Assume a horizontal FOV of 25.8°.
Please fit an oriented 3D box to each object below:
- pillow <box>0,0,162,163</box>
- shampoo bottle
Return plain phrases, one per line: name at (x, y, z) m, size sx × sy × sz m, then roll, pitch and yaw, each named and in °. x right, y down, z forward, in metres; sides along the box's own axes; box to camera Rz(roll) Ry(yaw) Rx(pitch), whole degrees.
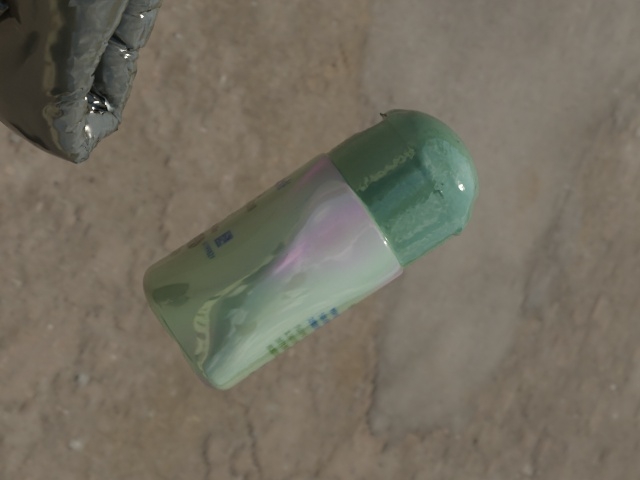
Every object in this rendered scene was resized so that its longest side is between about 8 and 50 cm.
pillow at (-0.155, -0.228, 0.700) m, size 0.101 × 0.228 × 0.326 m, roll -32°, pitch 152°, yaw -51°
shampoo bottle at (0.000, 0.000, 1.408) m, size 0.350 × 0.151 × 0.222 m, roll -33°, pitch -178°, yaw 0°
